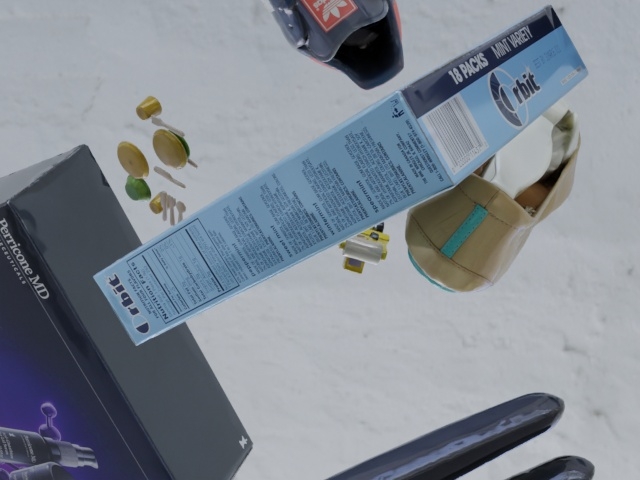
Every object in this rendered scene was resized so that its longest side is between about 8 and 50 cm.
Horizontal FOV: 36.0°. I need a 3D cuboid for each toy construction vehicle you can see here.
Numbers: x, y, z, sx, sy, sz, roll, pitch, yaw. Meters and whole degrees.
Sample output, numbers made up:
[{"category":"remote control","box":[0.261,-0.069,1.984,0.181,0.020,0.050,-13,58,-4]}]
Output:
[{"category":"toy construction vehicle","box":[0.000,0.000,0.602,0.086,0.098,0.035,15,-77,-10]}]

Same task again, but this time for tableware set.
[{"category":"tableware set","box":[-0.179,-0.087,1.073,0.104,0.024,0.154,31,-40,21]}]

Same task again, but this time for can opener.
[{"category":"can opener","box":[0.004,0.104,0.334,0.186,0.073,0.059,-31,-78,1]}]

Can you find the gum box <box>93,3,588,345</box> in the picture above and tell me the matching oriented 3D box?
[{"category":"gum box","box":[0.011,-0.029,0.441,0.184,0.157,0.041,-27,-84,38]}]

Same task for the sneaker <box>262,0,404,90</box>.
[{"category":"sneaker","box":[-0.018,-0.253,0.877,0.131,0.148,0.350,-34,-34,18]}]

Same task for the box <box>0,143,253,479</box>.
[{"category":"box","box":[-0.194,0.088,0.705,0.184,0.103,0.261,-18,-70,25]}]

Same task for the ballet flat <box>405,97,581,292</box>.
[{"category":"ballet flat","box":[0.118,-0.049,0.571,0.080,0.232,0.073,34,-53,2]}]
